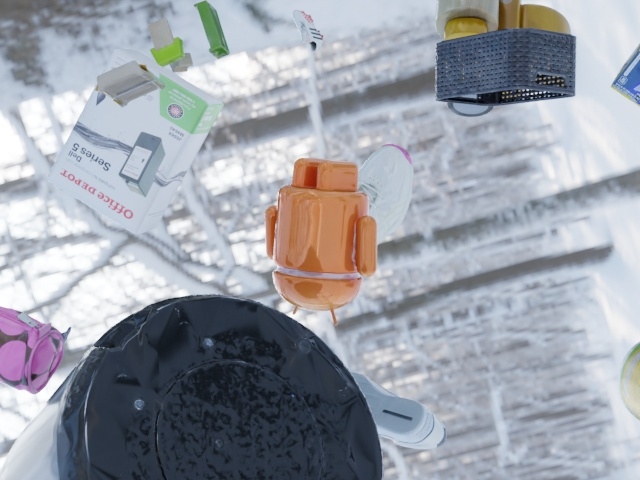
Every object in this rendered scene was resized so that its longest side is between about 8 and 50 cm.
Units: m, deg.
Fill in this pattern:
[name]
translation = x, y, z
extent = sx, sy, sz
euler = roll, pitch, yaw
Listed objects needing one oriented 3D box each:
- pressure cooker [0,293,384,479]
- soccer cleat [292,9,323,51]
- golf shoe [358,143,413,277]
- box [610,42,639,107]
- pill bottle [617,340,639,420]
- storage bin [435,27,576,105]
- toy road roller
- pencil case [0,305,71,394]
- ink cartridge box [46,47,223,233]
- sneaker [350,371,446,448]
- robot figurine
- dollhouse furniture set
[pressure cooker]
translation = -0.166, 0.294, 1.375
extent = 0.370, 0.420, 0.375
euler = 39, -130, -7
[soccer cleat]
translation = -0.023, -0.346, 2.011
extent = 0.083, 0.029, 0.036
euler = 49, -127, -45
[golf shoe]
translation = 0.064, -0.030, 2.154
extent = 0.306, 0.115, 0.140
euler = -63, -19, 12
[box]
translation = 0.399, -0.147, 1.302
extent = 0.169, 0.059, 0.054
euler = 35, -138, 3
[pill bottle]
translation = 0.506, 0.214, 1.648
extent = 0.246, 0.136, 0.136
euler = -132, 24, -81
[storage bin]
translation = 0.255, -0.238, 1.692
extent = 0.122, 0.180, 0.084
euler = 1, -91, -36
[toy road roller]
translation = 0.354, -0.395, 2.327
extent = 0.329, 0.240, 0.203
euler = 67, -154, -60
[pencil case]
translation = -0.429, 0.116, 1.557
extent = 0.095, 0.209, 0.098
euler = -54, -25, -46
[ink cartridge box]
translation = -0.331, -0.176, 2.181
extent = 0.198, 0.273, 0.115
euler = 31, -169, 5
[sneaker]
translation = 0.102, 0.295, 2.036
extent = 0.258, 0.094, 0.091
euler = 19, 159, 50
[robot figurine]
translation = -0.001, 0.000, 1.650
extent = 0.128, 0.158, 0.220
euler = -73, -12, -85
[dollhouse furniture set]
translation = -0.183, -0.211, 1.369
extent = 0.076, 0.151, 0.059
euler = 27, -138, -73
